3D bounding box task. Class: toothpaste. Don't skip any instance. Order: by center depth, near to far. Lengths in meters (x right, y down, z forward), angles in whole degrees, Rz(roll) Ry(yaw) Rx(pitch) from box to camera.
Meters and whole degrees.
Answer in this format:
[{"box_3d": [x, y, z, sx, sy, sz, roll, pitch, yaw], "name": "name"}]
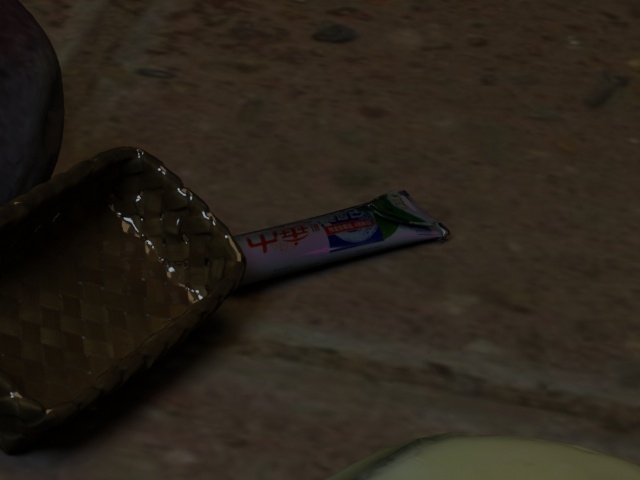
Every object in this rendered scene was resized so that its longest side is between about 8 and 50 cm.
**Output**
[{"box_3d": [0.000, 0.000, 1.135, 0.170, 0.028, 0.045, -14, 43, -39], "name": "toothpaste"}]

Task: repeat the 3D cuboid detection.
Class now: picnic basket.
[{"box_3d": [-0.124, 0.028, 1.006, 0.110, 0.055, 0.193, 47, 38, 6], "name": "picnic basket"}]

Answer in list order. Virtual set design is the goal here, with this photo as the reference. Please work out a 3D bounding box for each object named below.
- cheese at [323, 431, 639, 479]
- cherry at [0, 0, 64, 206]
[{"box_3d": [0.077, 0.182, 0.741, 0.266, 0.127, 0.233, -23, 42, -39], "name": "cheese"}, {"box_3d": [-0.245, -0.065, 1.042, 0.213, 0.183, 0.266, 3, 49, 16], "name": "cherry"}]
